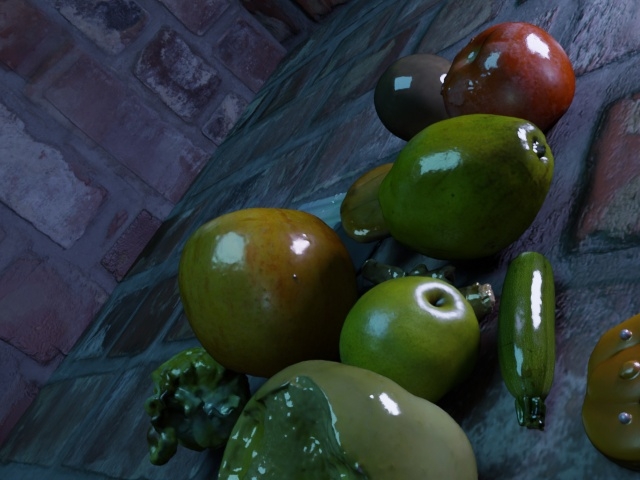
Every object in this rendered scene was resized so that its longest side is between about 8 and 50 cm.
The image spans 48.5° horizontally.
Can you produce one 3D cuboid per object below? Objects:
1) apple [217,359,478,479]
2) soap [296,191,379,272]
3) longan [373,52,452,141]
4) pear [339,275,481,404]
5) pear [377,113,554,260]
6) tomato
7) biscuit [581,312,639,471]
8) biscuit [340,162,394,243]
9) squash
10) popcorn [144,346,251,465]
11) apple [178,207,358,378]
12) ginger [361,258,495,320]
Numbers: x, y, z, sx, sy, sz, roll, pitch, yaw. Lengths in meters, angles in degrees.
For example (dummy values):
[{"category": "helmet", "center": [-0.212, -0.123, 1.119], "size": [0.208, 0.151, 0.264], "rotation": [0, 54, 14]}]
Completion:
[{"category": "apple", "center": [0.021, 0.257, 0.730], "size": [0.279, 0.279, 0.279], "rotation": [-40, 22, 20]}, {"category": "soap", "center": [0.000, 0.000, 1.447], "size": [0.172, 0.095, 0.290], "rotation": [-55, 21, -23]}, {"category": "longan", "center": [0.204, -0.285, 1.429], "size": [0.198, 0.198, 0.212], "rotation": [-47, 17, 2]}, {"category": "pear", "center": [0.106, 0.147, 0.901], "size": [0.180, 0.166, 0.216], "rotation": [-40, -28, -53]}, {"category": "pear", "center": [0.204, -0.074, 1.018], "size": [0.269, 0.212, 0.212], "rotation": [-23, 31, 39]}, {"category": "tomato", "center": [0.305, -0.243, 1.147], "size": [0.208, 0.184, 0.208], "rotation": [-47, 19, 22]}, {"category": "biscuit", "center": [0.315, 0.126, 0.653], "size": [0.170, 0.050, 0.170], "rotation": [-40, 23, 21]}, {"category": "biscuit", "center": [0.130, -0.075, 1.261], "size": [0.203, 0.041, 0.260], "rotation": [13, 41, 31]}, {"category": "squash", "center": [0.240, 0.100, 0.826], "size": [0.066, 0.066, 0.252], "rotation": [-32, 26, 36]}, {"category": "popcorn", "center": [-0.218, 0.289, 1.225], "size": [0.213, 0.197, 0.198], "rotation": [-33, 9, -35]}, {"category": "apple", "center": [-0.084, 0.090, 1.175], "size": [0.299, 0.299, 0.274], "rotation": [-19, 79, 52]}, {"category": "ginger", "center": [0.153, 0.069, 1.053], "size": [0.288, 0.075, 0.089], "rotation": [19, 91, 63]}]
